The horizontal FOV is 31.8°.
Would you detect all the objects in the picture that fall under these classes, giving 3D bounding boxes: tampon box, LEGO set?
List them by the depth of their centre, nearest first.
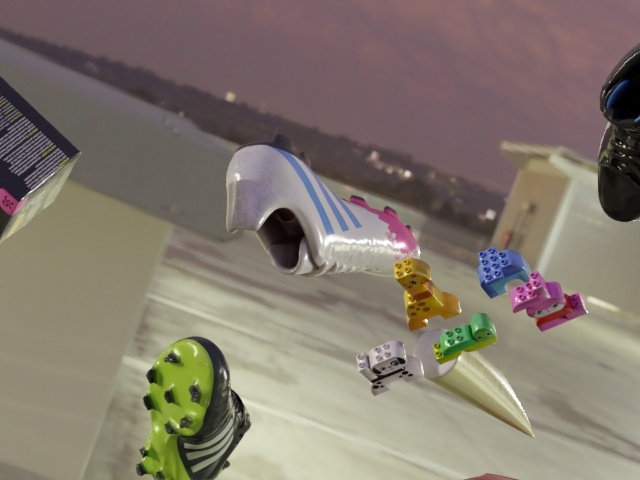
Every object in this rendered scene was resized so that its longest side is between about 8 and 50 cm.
[{"bbox_3d":[0.123,0.057,1.076,0.093,0.227,0.087,45,27,-44],"label":"LEGO set"},{"bbox_3d":[-0.363,-0.095,1.209,0.161,0.101,0.120,44,-38,-1],"label":"tampon box"}]

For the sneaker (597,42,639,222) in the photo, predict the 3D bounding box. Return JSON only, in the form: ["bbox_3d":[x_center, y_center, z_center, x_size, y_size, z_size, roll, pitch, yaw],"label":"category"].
[{"bbox_3d":[0.263,-0.094,0.946,0.079,0.217,0.121,37,41,27],"label":"sneaker"}]

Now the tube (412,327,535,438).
[{"bbox_3d":[0.193,0.174,1.355,0.062,0.070,0.240,4,-19,37],"label":"tube"}]

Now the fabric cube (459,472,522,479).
[{"bbox_3d":[0.269,0.437,1.356,0.254,0.259,0.258,11,-5,19],"label":"fabric cube"}]

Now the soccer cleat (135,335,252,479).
[{"bbox_3d":[-0.078,0.113,0.744,0.072,0.179,0.060,-23,62,-30],"label":"soccer cleat"}]

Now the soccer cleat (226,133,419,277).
[{"bbox_3d":[0.000,0.000,1.393,0.116,0.143,0.331,-15,-34,39],"label":"soccer cleat"}]
